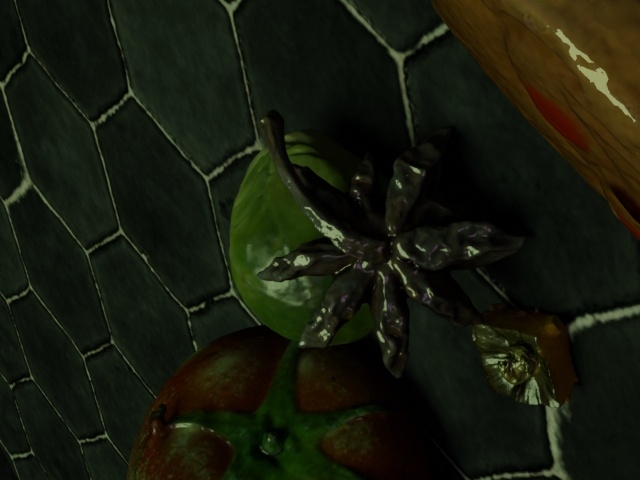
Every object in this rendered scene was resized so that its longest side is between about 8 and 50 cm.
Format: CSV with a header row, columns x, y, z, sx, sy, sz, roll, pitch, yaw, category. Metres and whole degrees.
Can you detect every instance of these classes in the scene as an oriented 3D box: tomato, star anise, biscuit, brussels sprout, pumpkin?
x,y,z,sx,sy,sz,roll,pitch,yaw,category
-0.035,0.241,1.481,0.303,0.303,0.239,48,165,26,tomato
0.038,-0.004,1.197,0.231,0.209,0.089,22,-178,3,star anise
0.195,-0.039,0.821,0.455,0.078,0.350,49,-178,34,biscuit
-0.004,0.001,1.312,0.181,0.143,0.161,55,129,26,brussels sprout
0.163,0.095,1.215,0.083,0.054,0.074,9,126,50,pumpkin
